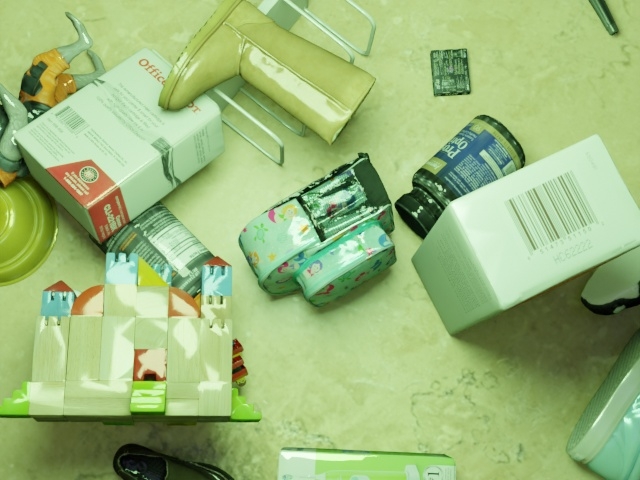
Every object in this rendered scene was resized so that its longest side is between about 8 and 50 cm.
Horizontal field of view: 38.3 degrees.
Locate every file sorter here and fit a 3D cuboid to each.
[{"bbox_3d":[-0.052,-0.297,1.584,0.173,0.193,0.278,37,82,3],"label":"file sorter"}]

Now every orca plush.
[{"bbox_3d":[0.576,0.041,1.601,0.287,0.102,0.151,-49,39,-17],"label":"orca plush"}]

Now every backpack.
[{"bbox_3d":[0.000,0.000,1.518,0.253,0.225,0.191,-23,76,0],"label":"backpack"}]

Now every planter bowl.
[{"bbox_3d":[-0.570,-0.033,1.585,0.217,0.090,0.217,0,81,0],"label":"planter bowl"}]

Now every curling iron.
[{"bbox_3d":[0.467,-0.490,1.699,0.068,0.035,0.274,-31,81,-1],"label":"curling iron"}]

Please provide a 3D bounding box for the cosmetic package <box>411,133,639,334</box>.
[{"bbox_3d":[0.293,0.013,1.399,0.230,0.453,0.162,-25,82,-4],"label":"cosmetic package"}]

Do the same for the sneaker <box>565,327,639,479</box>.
[{"bbox_3d":[0.567,0.244,1.532,0.150,0.135,0.366,36,93,4],"label":"sneaker"}]

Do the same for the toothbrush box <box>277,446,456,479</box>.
[{"bbox_3d":[0.069,0.446,1.491,0.283,0.122,0.206,2,81,-1],"label":"toothbrush box"}]

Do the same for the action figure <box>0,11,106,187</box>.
[{"bbox_3d":[-0.478,-0.210,1.512,0.178,0.341,0.330,41,82,-11],"label":"action figure"}]

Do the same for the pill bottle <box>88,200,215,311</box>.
[{"bbox_3d":[-0.263,0.033,1.555,0.130,0.130,0.245,-44,83,-7],"label":"pill bottle"}]

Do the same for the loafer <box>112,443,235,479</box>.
[{"bbox_3d":[-0.243,0.397,1.518,0.220,0.078,0.080,15,81,2],"label":"loafer"}]

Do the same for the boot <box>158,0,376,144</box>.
[{"bbox_3d":[-0.083,-0.236,1.438,0.269,0.089,0.236,35,83,-2],"label":"boot"}]

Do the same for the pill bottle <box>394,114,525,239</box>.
[{"bbox_3d":[0.236,-0.103,1.586,0.219,0.123,0.123,-42,83,-7],"label":"pill bottle"}]

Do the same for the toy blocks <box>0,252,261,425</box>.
[{"bbox_3d":[-0.279,0.140,1.399,0.381,0.191,0.261,2,73,-8],"label":"toy blocks"}]

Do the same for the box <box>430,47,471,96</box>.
[{"bbox_3d":[0.235,-0.305,1.673,0.067,0.018,0.083,-4,80,-1],"label":"box"}]

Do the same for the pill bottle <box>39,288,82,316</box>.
[{"bbox_3d":[-0.412,0.125,1.527,0.086,0.152,0.086,0,80,0],"label":"pill bottle"}]

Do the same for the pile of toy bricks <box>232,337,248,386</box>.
[{"bbox_3d":[-0.209,0.259,1.543,0.212,0.118,0.105,-26,120,-15],"label":"pile of toy bricks"}]

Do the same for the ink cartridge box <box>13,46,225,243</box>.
[{"bbox_3d":[-0.318,-0.160,1.497,0.273,0.114,0.197,-40,67,-21],"label":"ink cartridge box"}]
